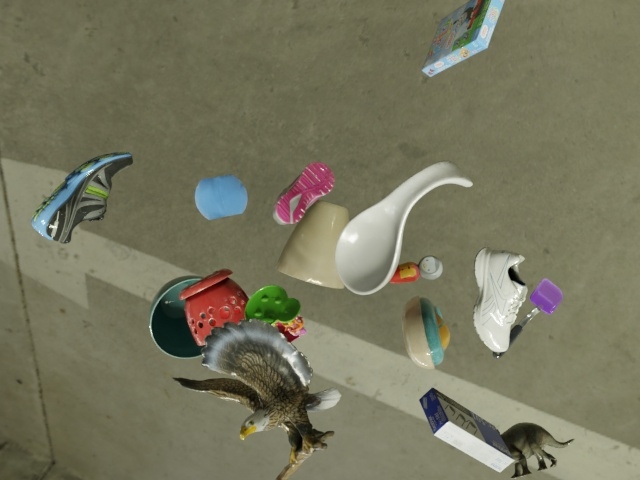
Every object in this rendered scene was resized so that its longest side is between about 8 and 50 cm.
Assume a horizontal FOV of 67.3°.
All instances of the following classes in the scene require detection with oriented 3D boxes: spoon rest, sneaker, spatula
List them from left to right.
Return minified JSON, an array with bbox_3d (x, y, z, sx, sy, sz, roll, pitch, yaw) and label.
[{"bbox_3d":[-0.370,-0.073,0.768,0.067,0.188,0.078,4,141,43],"label":"sneaker"},{"bbox_3d":[-0.061,-0.138,1.418,0.103,0.252,0.111,51,150,-11],"label":"sneaker"},{"bbox_3d":[0.118,-0.024,0.796,0.084,0.137,0.276,15,126,-47],"label":"spoon rest"},{"bbox_3d":[0.502,0.166,1.334,0.129,0.111,0.297,-1,94,49],"label":"sneaker"},{"bbox_3d":[0.635,0.251,1.487,0.084,0.030,0.296,40,92,10],"label":"spatula"}]

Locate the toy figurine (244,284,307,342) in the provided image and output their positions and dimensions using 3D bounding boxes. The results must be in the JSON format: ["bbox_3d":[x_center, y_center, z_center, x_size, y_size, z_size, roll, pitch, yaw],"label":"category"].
[{"bbox_3d":[-0.093,0.218,1.302,0.173,0.130,0.159,2,145,32],"label":"toy figurine"}]

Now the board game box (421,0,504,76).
[{"bbox_3d":[0.347,-0.510,1.178,0.039,0.160,0.211,25,170,-20],"label":"board game box"}]

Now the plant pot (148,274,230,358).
[{"bbox_3d":[-0.479,0.245,1.716,0.195,0.290,0.290,25,143,56],"label":"plant pot"}]

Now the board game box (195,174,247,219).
[{"bbox_3d":[-0.327,-0.141,1.577,0.033,0.169,0.133,165,92,-71],"label":"board game box"}]

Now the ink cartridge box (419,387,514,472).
[{"bbox_3d":[0.304,0.396,1.005,0.207,0.097,0.046,35,106,-21],"label":"ink cartridge box"}]

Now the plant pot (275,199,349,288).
[{"bbox_3d":[0.000,0.000,1.701,0.256,0.256,0.274,16,93,9],"label":"plant pot"}]

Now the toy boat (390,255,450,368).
[{"bbox_3d":[0.298,0.201,1.361,0.148,0.267,0.318,-13,106,12],"label":"toy boat"}]

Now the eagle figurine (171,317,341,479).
[{"bbox_3d":[-0.113,0.300,0.927,0.298,0.226,0.225,46,172,12],"label":"eagle figurine"}]

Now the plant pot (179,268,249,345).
[{"bbox_3d":[-0.308,0.188,1.404,0.191,0.191,0.174,-27,92,33],"label":"plant pot"}]

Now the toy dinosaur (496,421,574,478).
[{"bbox_3d":[0.626,0.626,1.472,0.314,0.160,0.121,-19,150,2],"label":"toy dinosaur"}]
